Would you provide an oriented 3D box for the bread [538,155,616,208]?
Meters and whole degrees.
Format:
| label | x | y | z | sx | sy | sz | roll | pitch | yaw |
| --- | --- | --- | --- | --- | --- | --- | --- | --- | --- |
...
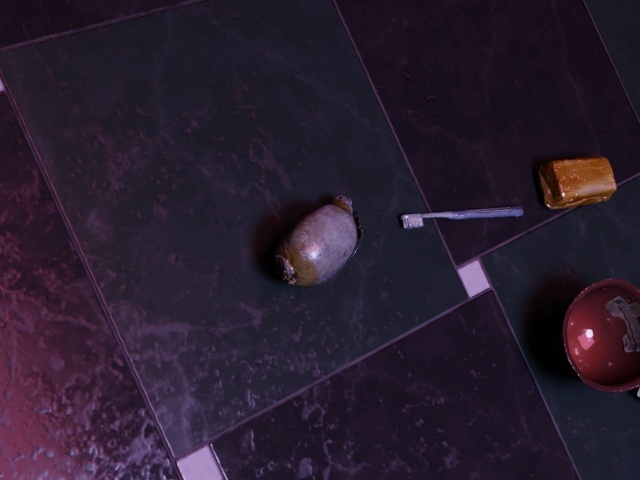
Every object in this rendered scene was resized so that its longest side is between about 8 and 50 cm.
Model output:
| label | x | y | z | sx | sy | sz | roll | pitch | yaw |
| --- | --- | --- | --- | --- | --- | --- | --- | --- | --- |
| bread | 0.382 | -0.088 | 1.662 | 0.132 | 0.053 | 0.074 | -11 | 77 | -35 |

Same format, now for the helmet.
| label | x | y | z | sx | sy | sz | roll | pitch | yaw |
| --- | --- | --- | --- | --- | --- | --- | --- | --- | --- |
| helmet | 0.378 | 0.143 | 1.552 | 0.175 | 0.106 | 0.155 | -31 | 91 | -32 |

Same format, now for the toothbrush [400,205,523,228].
| label | x | y | z | sx | sy | sz | roll | pitch | yaw |
| --- | --- | --- | --- | --- | --- | --- | --- | --- | --- |
| toothbrush | 0.199 | -0.033 | 1.545 | 0.219 | 0.016 | 0.019 | -5 | 80 | -35 |

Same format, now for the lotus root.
| label | x | y | z | sx | sy | sz | roll | pitch | yaw |
| --- | --- | --- | --- | --- | --- | --- | --- | --- | --- |
| lotus root | 0.002 | 0.001 | 1.369 | 0.088 | 0.088 | 0.165 | 55 | 45 | -7 |

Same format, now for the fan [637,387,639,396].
| label | x | y | z | sx | sy | sz | roll | pitch | yaw |
| --- | --- | --- | --- | --- | --- | --- | --- | --- | --- |
| fan | 0.547 | 0.164 | 1.683 | 0.240 | 0.009 | 0.131 | -46 | 127 | -26 |
